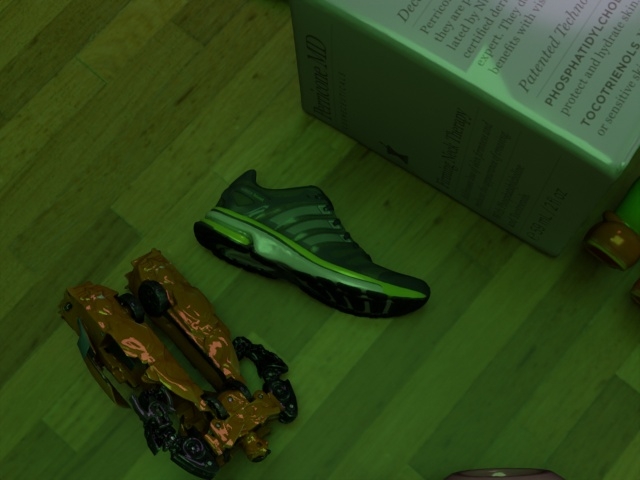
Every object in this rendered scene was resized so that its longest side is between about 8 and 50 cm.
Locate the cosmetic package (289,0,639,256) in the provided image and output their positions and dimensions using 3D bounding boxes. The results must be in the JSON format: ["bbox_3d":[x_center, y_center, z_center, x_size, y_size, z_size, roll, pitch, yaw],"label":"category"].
[{"bbox_3d":[0.217,-0.247,1.177,0.393,0.329,0.327,32,77,11],"label":"cosmetic package"}]

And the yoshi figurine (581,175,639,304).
[{"bbox_3d":[0.487,-0.076,1.144,0.362,0.203,0.203,-46,50,-1],"label":"yoshi figurine"}]

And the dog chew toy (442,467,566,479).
[{"bbox_3d":[0.203,0.414,1.057,0.206,0.206,0.332,-3,81,0],"label":"dog chew toy"}]

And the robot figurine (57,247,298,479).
[{"bbox_3d":[-0.162,0.149,1.170,0.291,0.085,0.211,48,45,14],"label":"robot figurine"}]

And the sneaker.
[{"bbox_3d":[0.000,0.000,1.227,0.299,0.111,0.121,24,71,6],"label":"sneaker"}]
